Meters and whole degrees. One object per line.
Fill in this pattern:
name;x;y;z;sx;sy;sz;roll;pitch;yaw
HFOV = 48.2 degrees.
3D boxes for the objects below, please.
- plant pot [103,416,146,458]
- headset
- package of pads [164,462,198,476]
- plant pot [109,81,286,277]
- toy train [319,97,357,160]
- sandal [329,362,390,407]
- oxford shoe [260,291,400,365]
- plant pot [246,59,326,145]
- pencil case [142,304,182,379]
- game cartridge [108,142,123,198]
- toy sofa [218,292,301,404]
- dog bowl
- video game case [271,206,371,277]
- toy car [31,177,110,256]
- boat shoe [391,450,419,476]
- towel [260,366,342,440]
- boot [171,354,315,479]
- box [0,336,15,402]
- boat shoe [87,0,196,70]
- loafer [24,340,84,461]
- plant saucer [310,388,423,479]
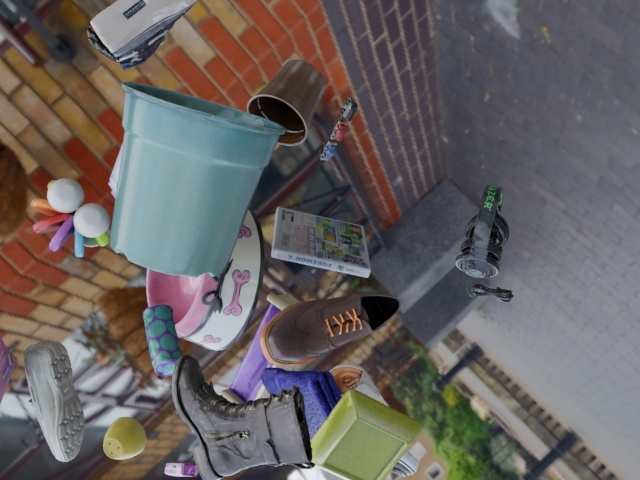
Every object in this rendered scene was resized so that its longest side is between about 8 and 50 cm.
plant pot;-0.641;0.646;2.289;0.134;0.134;0.095;48;-164;4
headset;0.513;0.024;2.133;0.185;0.243;0.394;14;132;16
package of pads;-0.346;0.571;1.779;0.050;0.032;0.083;19;154;-36
plant pot;-0.277;-0.120;1.490;0.341;0.334;0.341;16;-167;-4
toy train;0.039;-0.238;1.567;0.027;0.158;0.036;1;-142;-41
sandal;0.115;0.412;1.806;0.265;0.102;0.076;49;-172;-26
oxford shoe;0.020;0.130;1.158;0.098;0.271;0.097;-25;84;46
plant pot;-0.075;-0.355;1.796;0.167;0.165;0.167;20;150;13
pencil case;-0.318;0.203;1.454;0.070;0.064;0.152;51;-167;-52
game cartridge;-0.527;-0.173;2.106;0.198;0.062;0.297;49;140;6
toy sofa;-0.155;0.337;2.039;0.150;0.363;0.177;33;-165;26
dog bowl;-0.316;0.077;1.861;0.150;0.408;0.408;12;-158;-36
video game case;0.000;0.000;2.247;0.299;0.036;0.329;12;-157;-6
toy car;-0.553;-0.039;1.568;0.182;0.136;0.159;45;158;-6
boat shoe;0.118;0.587;1.938;0.335;0.119;0.121;29;154;-21
towel;-0.022;0.410;1.752;0.228;0.076;0.308;63;153;-6
boot;-0.135;0.308;1.305;0.263;0.229;0.091;70;-162;5
box;-0.858;0.286;1.715;0.213;0.117;0.243;-105;2;-60
boat shoe;-0.409;-0.560;1.777;0.127;0.340;0.158;56;175;9
loafer;-0.695;0.416;1.854;0.112;0.111;0.320;-21;-75;-66
plant saucer;0.086;0.412;1.421;0.188;0.188;0.045;30;-166;-17
